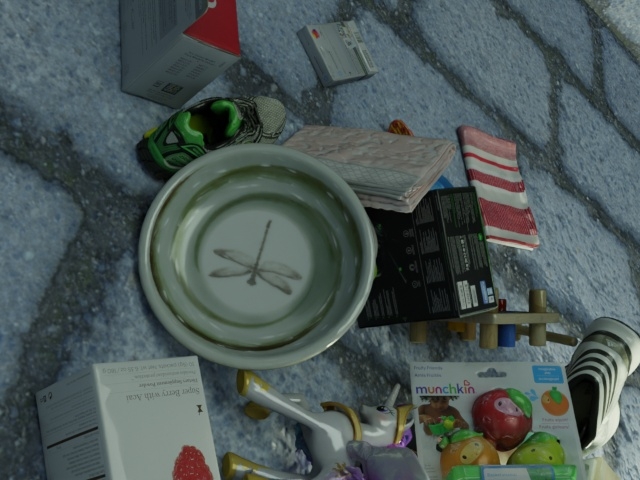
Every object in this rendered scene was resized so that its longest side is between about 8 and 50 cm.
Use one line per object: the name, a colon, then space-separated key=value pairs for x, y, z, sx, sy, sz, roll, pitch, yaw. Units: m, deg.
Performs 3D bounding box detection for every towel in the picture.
towel: x=0.065 y=-0.153 z=1.649 sx=0.317 sy=0.331 sz=0.054 roll=-47 pitch=142 yaw=-58
towel: x=0.481 y=-0.142 z=2.290 sx=0.237 sy=0.037 sz=0.329 roll=9 pitch=64 yaw=-42

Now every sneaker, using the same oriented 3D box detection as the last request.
sneaker: x=0.218 y=-0.215 z=2.055 sx=0.175 sy=0.064 sz=0.067 roll=58 pitch=21 yaw=-13
sneaker: x=-0.168 y=-0.203 z=1.579 sx=0.343 sy=0.146 sz=0.134 roll=-31 pitch=93 yaw=-50
sneaker: x=0.552 y=0.389 z=1.880 sx=0.169 sy=0.448 sz=0.257 roll=30 pitch=51 yaw=27

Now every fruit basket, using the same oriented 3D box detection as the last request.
fruit basket: x=0.346 y=0.388 z=1.625 sx=0.326 sy=0.165 sz=0.353 roll=1 pitch=62 yaw=-4

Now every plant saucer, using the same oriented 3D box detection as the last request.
plant saucer: x=-0.108 y=0.031 z=1.466 sx=0.400 sy=0.100 sz=0.401 roll=2 pitch=72 yaw=-5

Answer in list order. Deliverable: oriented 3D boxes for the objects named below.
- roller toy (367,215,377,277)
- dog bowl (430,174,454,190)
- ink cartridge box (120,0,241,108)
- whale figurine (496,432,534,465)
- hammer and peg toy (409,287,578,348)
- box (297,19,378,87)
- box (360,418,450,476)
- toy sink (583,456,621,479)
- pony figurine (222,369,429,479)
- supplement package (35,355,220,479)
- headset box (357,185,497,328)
roller toy: x=0.000 y=0.000 z=1.642 sx=0.191 sy=0.146 sz=0.209 roll=8 pitch=54 yaw=-47
dog bowl: x=0.242 y=-0.028 z=1.957 sx=0.166 sy=0.074 sz=0.297 roll=41 pitch=46 yaw=-23
ink cartridge box: x=-0.241 y=-0.444 z=1.537 sx=0.130 sy=0.271 sz=0.310 roll=14 pitch=61 yaw=-40
whale figurine: x=0.429 y=0.447 z=1.800 sx=0.141 sy=0.216 sz=0.272 roll=-30 pitch=88 yaw=-5
hammer and peg toy: x=0.383 y=0.162 z=1.857 sx=0.361 sy=0.265 sz=0.128 roll=5 pitch=86 yaw=-43
box: x=0.044 y=-0.442 z=2.002 sx=0.186 sy=0.038 sz=0.145 roll=-24 pitch=87 yaw=-50
box: x=0.170 y=0.442 z=1.650 sx=0.220 sy=0.051 sz=0.175 roll=30 pitch=51 yaw=-32
toy sink: x=0.598 y=0.586 z=1.934 sx=0.234 sy=0.152 sz=0.131 roll=47 pitch=43 yaw=-16
pony figurine: x=0.029 y=0.384 z=1.409 sx=0.363 sy=0.303 sz=0.351 roll=12 pitch=52 yaw=-24
supplement package: x=-0.259 y=0.327 z=1.180 sx=0.177 sy=0.175 sz=0.293 roll=2 pitch=68 yaw=-46
headset box: x=0.183 y=0.040 z=1.700 sx=0.131 sy=0.283 sz=0.247 roll=-6 pitch=84 yaw=-45
